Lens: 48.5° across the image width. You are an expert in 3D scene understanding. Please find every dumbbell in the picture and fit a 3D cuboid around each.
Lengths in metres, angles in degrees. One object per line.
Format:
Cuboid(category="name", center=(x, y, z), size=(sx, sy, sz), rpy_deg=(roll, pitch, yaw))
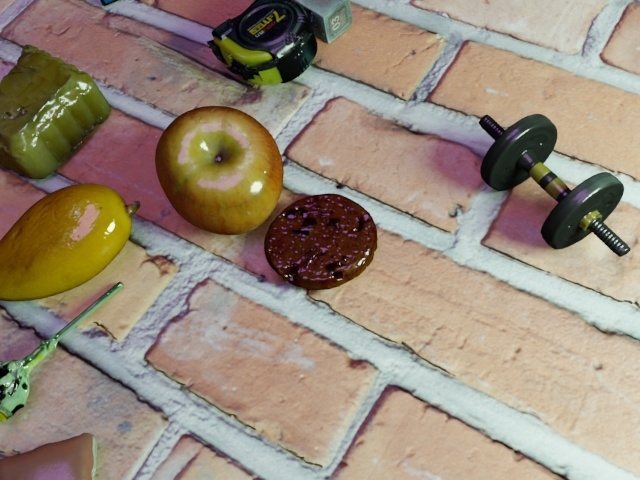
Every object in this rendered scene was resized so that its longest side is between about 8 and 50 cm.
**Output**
Cuboid(category="dumbbell", center=(0.362, -0.093, 1.122), size=(0.143, 0.143, 0.325), rpy_deg=(-33, 60, -9))

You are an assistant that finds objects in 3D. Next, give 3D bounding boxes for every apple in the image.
Cuboid(category="apple", center=(-0.169, -0.115, 1.220), size=(0.211, 0.173, 0.234), rpy_deg=(-16, 67, -4))

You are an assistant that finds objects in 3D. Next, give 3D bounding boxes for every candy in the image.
Cuboid(category="candy", center=(-0.437, 0.174, 1.160), size=(0.091, 0.083, 0.305), rpy_deg=(33, 62, 27))

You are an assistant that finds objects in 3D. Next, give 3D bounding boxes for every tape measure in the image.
Cuboid(category="tape measure", center=(-0.100, -0.387, 1.403), size=(0.199, 0.112, 0.186), rpy_deg=(-41, 54, -8))

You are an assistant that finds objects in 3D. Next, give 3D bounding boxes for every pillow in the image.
Cuboid(category="pillow", center=(-0.393, 0.383, 1.016), size=(0.172, 0.075, 0.179), rpy_deg=(-16, 61, -6))

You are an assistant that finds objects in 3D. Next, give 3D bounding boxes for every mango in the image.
Cuboid(category="mango", center=(-0.456, 0.005, 1.229), size=(0.317, 0.119, 0.176), rpy_deg=(-32, 67, -4))

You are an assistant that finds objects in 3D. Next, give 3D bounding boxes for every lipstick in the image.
Cuboid(category="lipstick", center=(-0.091, -0.545, 1.511), size=(0.076, 0.079, 0.371), rpy_deg=(-43, 61, -14))

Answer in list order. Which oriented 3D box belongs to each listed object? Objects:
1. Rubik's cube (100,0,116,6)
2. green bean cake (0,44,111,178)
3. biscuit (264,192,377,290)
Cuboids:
Cuboid(category="Rubik's cube", center=(-0.468, -0.659, 1.599), size=(0.161, 0.162, 0.163), rpy_deg=(-26, 58, -6))
Cuboid(category="green bean cake", center=(-0.576, -0.260, 1.403), size=(0.233, 0.124, 0.236), rpy_deg=(26, 68, 23))
Cuboid(category="biscuit", center=(0.000, 0.000, 1.191), size=(0.192, 0.049, 0.192), rpy_deg=(-1, 57, 2))
